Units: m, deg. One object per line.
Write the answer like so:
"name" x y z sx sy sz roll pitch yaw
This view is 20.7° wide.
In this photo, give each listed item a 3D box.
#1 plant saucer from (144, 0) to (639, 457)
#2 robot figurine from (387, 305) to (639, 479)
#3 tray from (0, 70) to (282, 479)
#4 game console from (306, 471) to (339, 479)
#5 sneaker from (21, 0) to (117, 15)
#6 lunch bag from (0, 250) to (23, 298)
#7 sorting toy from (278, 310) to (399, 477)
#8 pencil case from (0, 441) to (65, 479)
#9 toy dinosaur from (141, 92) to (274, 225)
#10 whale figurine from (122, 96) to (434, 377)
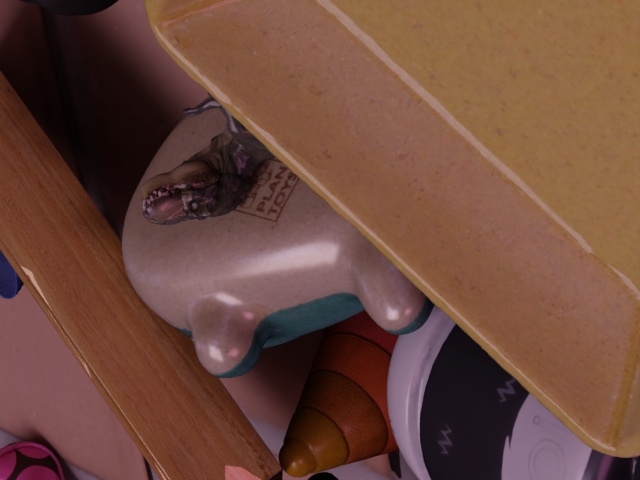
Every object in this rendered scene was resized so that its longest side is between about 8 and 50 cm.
"plant saucer" 0.119 -0.096 0.769 0.333 0.081 0.333 44 139 0
"robot figurine" 0.160 0.106 0.999 0.173 0.209 0.278 24 -179 -36
"tray" -0.174 0.025 1.262 0.411 0.076 0.203 55 172 9
"game console" 0.121 0.364 1.157 0.342 0.060 0.386 58 -178 -32
"sneaker" -0.128 -0.188 1.070 0.130 0.109 0.286 28 172 2
"lunch bag" -0.265 -0.004 1.453 0.067 0.065 0.098 19 134 13
"sorting toy" 0.112 0.168 1.164 0.365 0.126 0.127 25 136 31
"pencil case" -0.310 0.276 1.713 0.209 0.095 0.098 127 136 -54
"toy dinosaur" -0.018 -0.125 1.030 0.268 0.064 0.118 -42 79 13
"whale figurine" 0.000 0.000 1.096 0.272 0.216 0.141 12 158 47
